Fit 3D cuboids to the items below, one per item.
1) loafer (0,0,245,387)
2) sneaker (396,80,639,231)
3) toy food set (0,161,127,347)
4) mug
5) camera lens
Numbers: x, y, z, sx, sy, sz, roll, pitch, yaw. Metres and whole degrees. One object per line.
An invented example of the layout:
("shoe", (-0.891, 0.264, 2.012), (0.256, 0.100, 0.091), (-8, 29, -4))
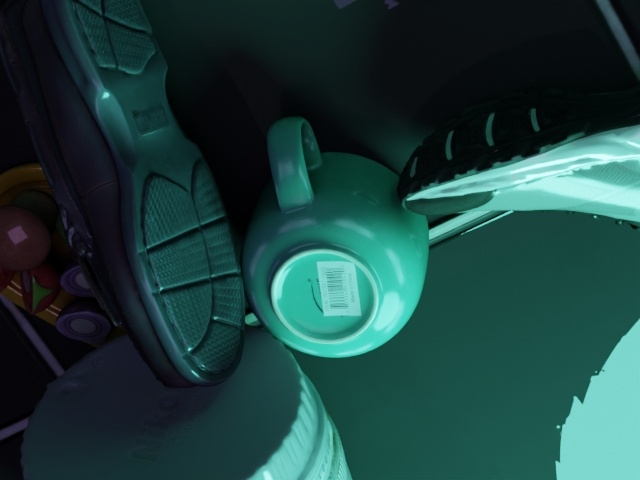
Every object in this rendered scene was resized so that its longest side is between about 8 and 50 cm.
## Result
("loafer", (-0.138, -0.040, 1.103), (0.095, 0.109, 0.303), (-20, 88, 34))
("sneaker", (0.184, -0.047, 1.084), (0.271, 0.100, 0.108), (-10, 121, 13))
("toy food set", (-0.196, 0.017, 1.183), (0.217, 0.071, 0.128), (29, 117, -7))
("mug", (-0.002, 0.008, 1.136), (0.157, 0.097, 0.129), (36, 117, -11))
("camera lens", (-0.075, 0.220, 1.167), (0.219, 0.219, 0.274), (-7, 128, 12))
